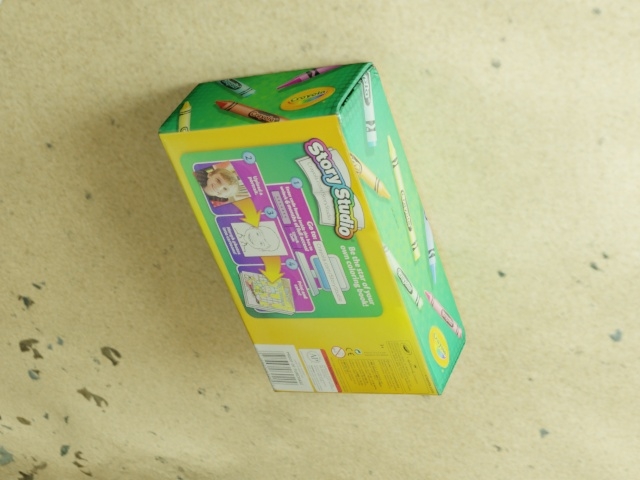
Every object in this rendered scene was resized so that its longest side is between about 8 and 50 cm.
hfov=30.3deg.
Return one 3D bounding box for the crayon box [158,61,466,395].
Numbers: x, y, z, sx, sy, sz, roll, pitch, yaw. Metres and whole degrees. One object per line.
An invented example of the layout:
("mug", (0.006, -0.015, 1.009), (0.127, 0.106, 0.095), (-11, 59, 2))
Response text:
("crayon box", (0.000, 0.000, 0.973), (0.165, 0.081, 0.278), (-3, 124, 30))
